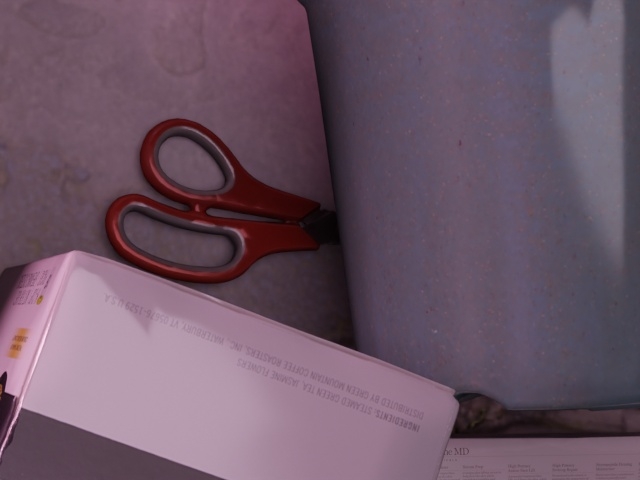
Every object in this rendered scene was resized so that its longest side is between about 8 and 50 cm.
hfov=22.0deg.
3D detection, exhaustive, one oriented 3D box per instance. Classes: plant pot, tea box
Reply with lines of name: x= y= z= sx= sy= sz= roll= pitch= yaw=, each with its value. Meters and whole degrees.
plant pot: x=0.141 y=-0.076 z=1.031 sx=0.341 sy=0.341 sz=0.334 roll=-5 pitch=94 yaw=-16
tea box: x=-0.120 y=0.194 z=0.929 sx=0.220 sy=0.329 sz=0.323 roll=22 pitch=82 yaw=-14

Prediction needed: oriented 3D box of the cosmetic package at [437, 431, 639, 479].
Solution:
cosmetic package: x=0.164 y=0.183 z=1.151 sx=0.239 sy=0.060 sz=0.099 roll=2 pitch=88 yaw=-16

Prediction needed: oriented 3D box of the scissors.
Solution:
scissors: x=0.000 y=0.000 z=1.136 sx=0.297 sy=0.021 sz=0.109 roll=17 pitch=74 yaw=-17
